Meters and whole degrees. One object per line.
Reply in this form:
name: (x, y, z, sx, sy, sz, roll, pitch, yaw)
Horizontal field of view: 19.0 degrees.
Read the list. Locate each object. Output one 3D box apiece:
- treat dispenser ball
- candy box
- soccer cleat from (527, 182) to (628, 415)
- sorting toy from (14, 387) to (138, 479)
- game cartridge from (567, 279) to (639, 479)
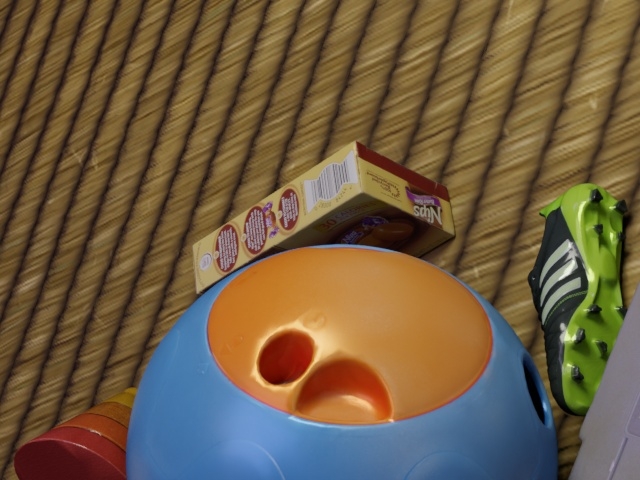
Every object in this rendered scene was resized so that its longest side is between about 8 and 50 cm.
treat dispenser ball: (0.014, 0.145, 1.283, 0.288, 0.288, 0.288, -24, 55, 39)
candy box: (0.000, 0.000, 1.513, 0.186, 0.109, 0.053, -32, 50, 33)
soccer cleat: (0.177, 0.045, 1.341, 0.072, 0.060, 0.179, -29, 45, 48)
sorting toy: (-0.092, 0.140, 1.577, 0.365, 0.127, 0.126, -20, 27, 38)
game cartridge: (0.297, 0.051, 1.201, 0.230, 0.068, 0.355, 19, 86, 54)
